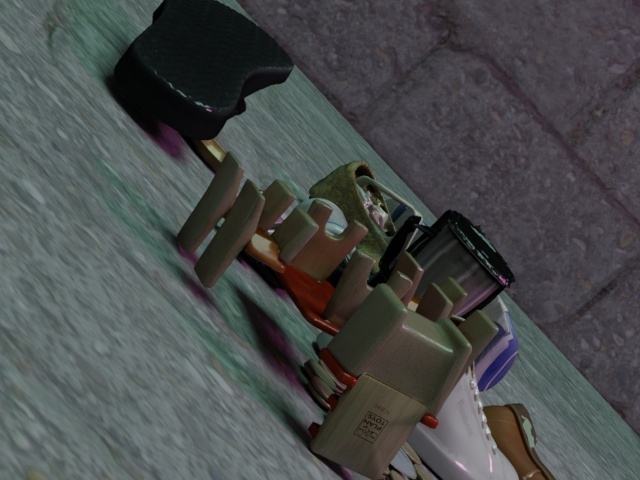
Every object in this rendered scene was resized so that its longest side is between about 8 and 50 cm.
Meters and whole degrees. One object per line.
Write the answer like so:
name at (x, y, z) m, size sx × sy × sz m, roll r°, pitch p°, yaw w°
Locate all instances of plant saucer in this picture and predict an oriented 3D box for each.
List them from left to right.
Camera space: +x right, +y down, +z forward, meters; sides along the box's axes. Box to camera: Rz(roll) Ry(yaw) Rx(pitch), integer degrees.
plant saucer at (-0.120, -0.096, 1.805) m, size 0.083 × 0.015 × 0.083 m, roll 46°, pitch 9°, yaw -9°

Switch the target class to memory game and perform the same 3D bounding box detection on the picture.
memory game at (0.048, 0.177, 1.435) m, size 0.186 × 0.012 × 0.186 m, roll 47°, pitch 8°, yaw -8°

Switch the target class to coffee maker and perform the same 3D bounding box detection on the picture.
coffee maker at (0.110, 0.065, 1.688) m, size 0.120 × 0.178 × 0.171 m, roll 53°, pitch 11°, yaw 21°

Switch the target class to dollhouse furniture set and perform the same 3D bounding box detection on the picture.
dollhouse furniture set at (0.016, 0.073, 1.360) m, size 0.262 × 0.135 × 0.259 m, roll 29°, pitch 11°, yaw -26°

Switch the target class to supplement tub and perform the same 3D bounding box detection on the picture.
supplement tub at (0.000, 0.000, 1.794) m, size 0.071 × 0.071 × 0.107 m, roll 46°, pitch 8°, yaw -17°

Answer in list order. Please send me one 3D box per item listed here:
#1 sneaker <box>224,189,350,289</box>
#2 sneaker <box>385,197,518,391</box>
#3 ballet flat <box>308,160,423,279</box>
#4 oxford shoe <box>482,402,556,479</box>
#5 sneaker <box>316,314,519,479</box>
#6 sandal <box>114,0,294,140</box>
sneaker at (-0.029, 0.023, 1.607) m, size 0.178 × 0.072 × 0.077 m, roll 29°, pitch 31°, yaw -43°
sneaker at (0.187, 0.081, 2.191) m, size 0.182 × 0.127 × 0.315 m, roll 36°, pitch 13°, yaw -48°
ballet flat at (0.101, 0.022, 2.065) m, size 0.123 × 0.123 × 0.348 m, roll 38°, pitch 14°, yaw -52°
oxford shoe at (0.205, 0.263, 1.716) m, size 0.076 × 0.076 × 0.212 m, roll 3°, pitch 39°, yaw -21°
sneaker at (0.131, 0.156, 1.586) m, size 0.290 × 0.123 × 0.106 m, roll 45°, pitch 7°, yaw -30°
sandal at (-0.149, -0.191, 1.831) m, size 0.167 × 0.107 × 0.446 m, roll 38°, pitch 20°, yaw 0°
